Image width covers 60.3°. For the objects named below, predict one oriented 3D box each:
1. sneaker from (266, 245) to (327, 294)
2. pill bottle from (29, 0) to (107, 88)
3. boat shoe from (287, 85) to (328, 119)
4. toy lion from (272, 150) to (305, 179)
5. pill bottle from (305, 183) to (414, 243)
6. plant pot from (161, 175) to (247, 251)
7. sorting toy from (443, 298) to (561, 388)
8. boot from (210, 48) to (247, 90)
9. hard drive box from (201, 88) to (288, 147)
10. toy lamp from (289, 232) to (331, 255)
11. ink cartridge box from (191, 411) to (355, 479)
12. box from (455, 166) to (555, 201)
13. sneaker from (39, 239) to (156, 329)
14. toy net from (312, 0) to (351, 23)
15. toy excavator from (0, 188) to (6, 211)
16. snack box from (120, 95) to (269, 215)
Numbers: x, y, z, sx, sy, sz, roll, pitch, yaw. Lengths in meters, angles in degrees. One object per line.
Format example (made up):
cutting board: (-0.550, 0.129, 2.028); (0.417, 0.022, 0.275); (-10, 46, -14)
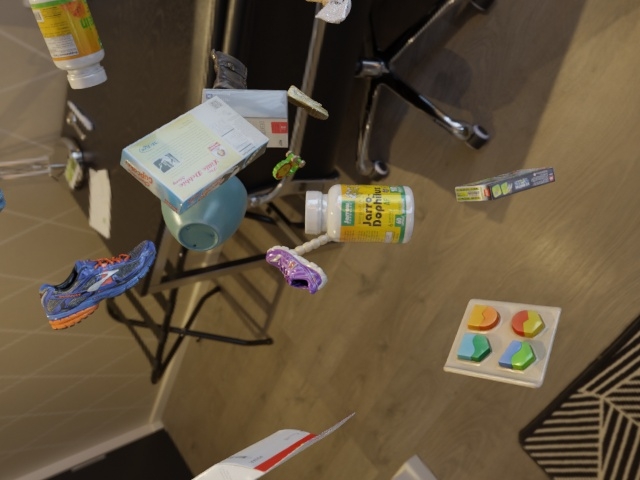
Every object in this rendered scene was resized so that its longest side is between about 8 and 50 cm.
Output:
sneaker: (-0.066, 0.069, 1.281); (0.170, 0.071, 0.068); (26, 148, 29)
pill bottle: (-0.674, -0.548, 1.500); (0.136, 0.136, 0.245); (22, 135, 41)
boat shoe: (-0.037, -0.445, 1.783); (0.153, 0.048, 0.056); (27, 164, -4)
toy lion: (-0.102, -0.224, 1.689); (0.096, 0.100, 0.034); (-48, 71, 9)
pill bottle: (0.075, -0.054, 1.103); (0.117, 0.209, 0.117); (-178, 90, -89)
plant pot: (-0.393, -0.079, 1.821); (0.290, 0.290, 0.195); (-53, 27, 39)
sorting toy: (0.368, 0.196, 1.118); (0.193, 0.208, 0.038); (3, 133, 37)
boot: (-0.268, -0.530, 1.900); (0.091, 0.263, 0.228); (-34, 41, 31)
hard drive box: (-0.208, -0.344, 1.566); (0.181, 0.232, 0.089); (95, 174, -73)
toy lamp: (0.000, 0.000, 1.662); (0.080, 0.275, 0.080); (61, 171, 17)
ink cartridge box: (-0.128, 0.542, 1.427); (0.385, 0.308, 0.091); (-40, 71, 19)
box: (0.432, -0.131, 1.289); (0.114, 0.207, 0.036); (4, 108, 62)
sneaker: (-0.388, 0.063, 0.970); (0.083, 0.221, 0.087); (8, 131, 57)
toy net: (0.024, -0.538, 1.189); (0.122, 0.045, 0.232); (-26, 59, 7)
toy excavator: (-0.780, -0.245, 1.085); (0.445, 0.433, 0.222); (-52, 44, -2)
snack box: (-0.294, -0.215, 1.335); (0.187, 0.322, 0.060); (40, 140, 5)
